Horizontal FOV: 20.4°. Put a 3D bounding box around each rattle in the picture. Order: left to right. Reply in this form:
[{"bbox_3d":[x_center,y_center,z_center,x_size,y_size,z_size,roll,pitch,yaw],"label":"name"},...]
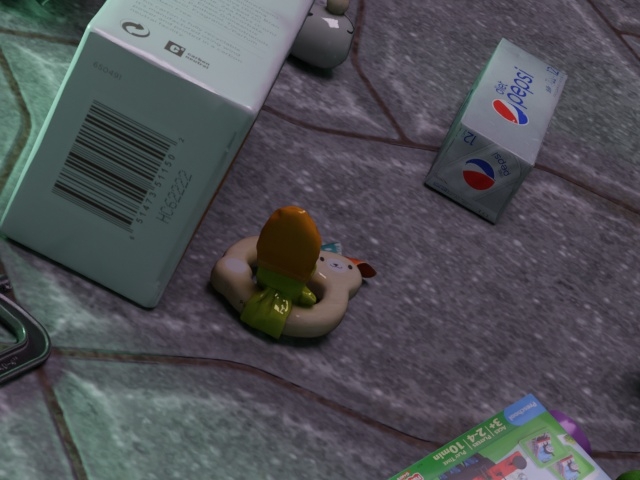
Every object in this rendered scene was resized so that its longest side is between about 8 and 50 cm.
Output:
[{"bbox_3d":[0.000,0.000,1.648,0.130,0.143,0.199,27,30,36],"label":"rattle"}]

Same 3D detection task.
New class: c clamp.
[{"bbox_3d":[-0.286,0.065,1.420,0.137,0.022,0.160,39,29,8],"label":"c clamp"}]

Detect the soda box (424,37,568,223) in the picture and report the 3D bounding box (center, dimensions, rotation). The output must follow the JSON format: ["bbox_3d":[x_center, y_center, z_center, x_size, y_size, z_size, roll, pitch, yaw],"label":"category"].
[{"bbox_3d":[0.207,-0.133,2.067,0.098,0.091,0.286,30,30,0],"label":"soda box"}]

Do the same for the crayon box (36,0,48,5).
[{"bbox_3d":[-0.251,-0.403,1.954,0.081,0.202,0.318,43,19,-24],"label":"crayon box"}]

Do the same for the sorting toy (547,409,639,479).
[{"bbox_3d":[0.285,0.295,1.503,0.365,0.127,0.126,38,60,20],"label":"sorting toy"}]

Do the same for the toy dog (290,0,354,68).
[{"bbox_3d":[-0.105,-0.335,2.041,0.333,0.161,0.220,14,33,-24],"label":"toy dog"}]

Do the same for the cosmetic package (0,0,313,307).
[{"bbox_3d":[-0.128,-0.160,1.688,0.161,0.230,0.453,27,30,-4],"label":"cosmetic package"}]

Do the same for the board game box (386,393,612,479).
[{"bbox_3d":[0.178,0.242,1.456,0.160,0.039,0.211,-28,59,-24],"label":"board game box"}]
